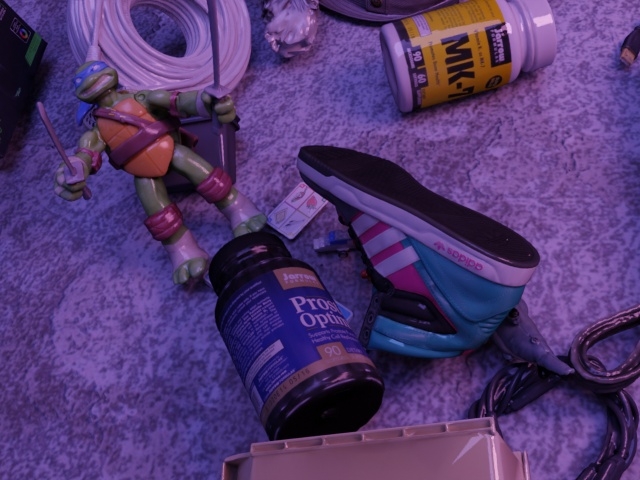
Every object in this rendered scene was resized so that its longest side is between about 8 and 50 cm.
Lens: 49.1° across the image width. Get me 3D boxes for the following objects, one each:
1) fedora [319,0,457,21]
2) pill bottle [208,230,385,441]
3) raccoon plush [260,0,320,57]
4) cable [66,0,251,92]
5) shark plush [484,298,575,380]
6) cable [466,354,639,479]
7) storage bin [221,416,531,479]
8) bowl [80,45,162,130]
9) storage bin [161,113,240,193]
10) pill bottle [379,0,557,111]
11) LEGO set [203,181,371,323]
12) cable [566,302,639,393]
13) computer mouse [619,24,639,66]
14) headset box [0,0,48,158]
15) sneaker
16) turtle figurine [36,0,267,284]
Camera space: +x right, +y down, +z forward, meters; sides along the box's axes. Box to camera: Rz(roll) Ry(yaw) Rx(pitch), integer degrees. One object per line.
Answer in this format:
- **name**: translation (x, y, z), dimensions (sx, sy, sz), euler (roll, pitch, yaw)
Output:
- **fedora**: translation (0.107, -0.455, 1.070), dimensions (0.275, 0.124, 0.244), euler (27, 66, 26)
- **pill bottle**: translation (-0.036, 0.096, 0.721), dimensions (0.122, 0.123, 0.219), euler (-28, 52, -7)
- **raccoon plush**: translation (-0.099, -0.491, 1.142), dimensions (0.216, 0.299, 0.447), euler (2, 89, 1)
- **cable**: translation (-0.222, -0.297, 0.988), dimensions (0.257, 0.089, 0.257), euler (-2, 77, -34)
- **shark plush**: translation (0.191, 0.091, 0.710), dimensions (0.073, 0.067, 0.161), euler (-21, 34, 3)
- **cable**: translation (0.223, 0.186, 0.685), dimensions (0.150, 0.047, 0.184), euler (24, 62, 32)
- **storage bin**: translation (0.046, 0.301, 0.572), dimensions (0.260, 0.123, 0.262), euler (-12, 55, 20)
- **bowl**: translation (-0.295, -0.243, 1.046), dimensions (0.170, 0.080, 0.170), euler (-6, 56, 9)
- **storage bin**: translation (-0.173, -0.114, 0.939), dimensions (0.135, 0.098, 0.091), euler (-7, 84, 7)
- **pill bottle**: translation (0.192, -0.252, 0.924), dimensions (0.208, 0.119, 0.119), euler (-16, 56, 2)
- **LEGO set**: translation (0.000, 0.000, 0.842), dimensions (0.182, 0.060, 0.244), euler (34, 69, 24)
- **cable**: translation (0.368, 0.053, 0.699), dimensions (0.287, 0.072, 0.139), euler (-14, 56, -11)
- **computer mouse**: translation (0.468, -0.212, 0.876), dimensions (0.184, 0.060, 0.262), euler (15, 62, 20)
- **headset box**: translation (-0.554, -0.265, 1.004), dimensions (0.131, 0.283, 0.246), euler (-12, 53, 23)
- **sneaker**: translation (0.071, 0.025, 0.742), dimensions (0.123, 0.178, 0.295), euler (-10, 35, -44)
- **turtle figurine**: translation (-0.180, -0.085, 0.782), dimensions (0.274, 0.266, 0.198), euler (-11, 31, 49)
